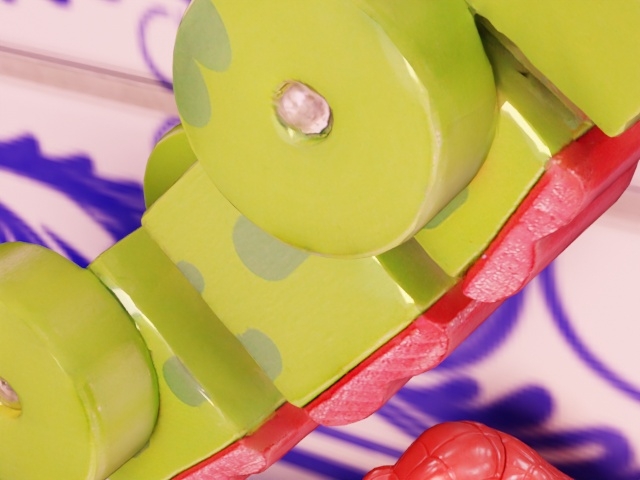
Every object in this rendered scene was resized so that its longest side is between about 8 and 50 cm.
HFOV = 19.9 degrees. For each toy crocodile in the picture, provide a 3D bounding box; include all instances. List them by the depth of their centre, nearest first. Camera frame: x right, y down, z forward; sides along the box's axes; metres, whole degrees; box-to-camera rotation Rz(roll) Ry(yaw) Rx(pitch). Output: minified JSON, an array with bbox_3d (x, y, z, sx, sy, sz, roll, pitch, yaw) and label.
[{"bbox_3d":[0.000,0.000,0.441,0.105,0.115,0.340,52,135,1],"label":"toy crocodile"}]

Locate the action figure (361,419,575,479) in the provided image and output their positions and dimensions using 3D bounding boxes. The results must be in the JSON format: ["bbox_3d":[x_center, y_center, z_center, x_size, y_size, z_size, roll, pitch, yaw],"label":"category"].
[{"bbox_3d":[-0.014,0.127,0.516,0.280,0.139,0.091,-16,139,42],"label":"action figure"}]
